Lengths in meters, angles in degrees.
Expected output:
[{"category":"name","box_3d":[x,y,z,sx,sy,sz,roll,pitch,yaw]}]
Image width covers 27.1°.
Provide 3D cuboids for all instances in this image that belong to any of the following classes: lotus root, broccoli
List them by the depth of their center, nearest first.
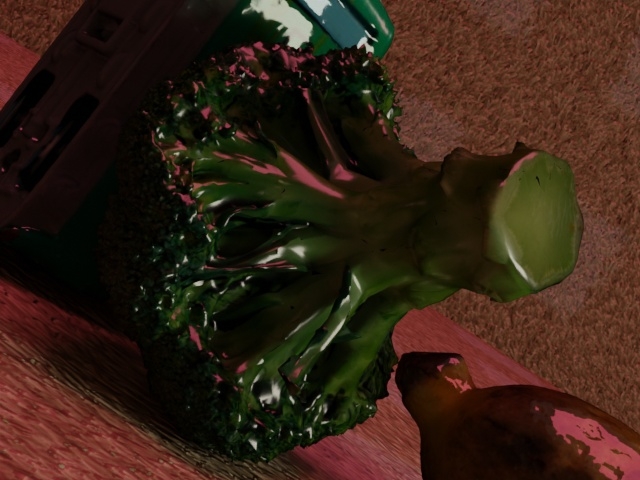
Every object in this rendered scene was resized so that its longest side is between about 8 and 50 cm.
[{"category":"broccoli","box_3d":[0.000,0.000,0.839,0.297,0.297,0.297,-7,-26,40]},{"category":"lotus root","box_3d":[0.168,0.188,0.910,0.314,0.141,0.169,37,-13,18]}]

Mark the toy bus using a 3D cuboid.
[{"category":"toy bus","box_3d":[-0.108,-0.104,1.022,0.199,0.343,0.183,40,-4,-33]}]
